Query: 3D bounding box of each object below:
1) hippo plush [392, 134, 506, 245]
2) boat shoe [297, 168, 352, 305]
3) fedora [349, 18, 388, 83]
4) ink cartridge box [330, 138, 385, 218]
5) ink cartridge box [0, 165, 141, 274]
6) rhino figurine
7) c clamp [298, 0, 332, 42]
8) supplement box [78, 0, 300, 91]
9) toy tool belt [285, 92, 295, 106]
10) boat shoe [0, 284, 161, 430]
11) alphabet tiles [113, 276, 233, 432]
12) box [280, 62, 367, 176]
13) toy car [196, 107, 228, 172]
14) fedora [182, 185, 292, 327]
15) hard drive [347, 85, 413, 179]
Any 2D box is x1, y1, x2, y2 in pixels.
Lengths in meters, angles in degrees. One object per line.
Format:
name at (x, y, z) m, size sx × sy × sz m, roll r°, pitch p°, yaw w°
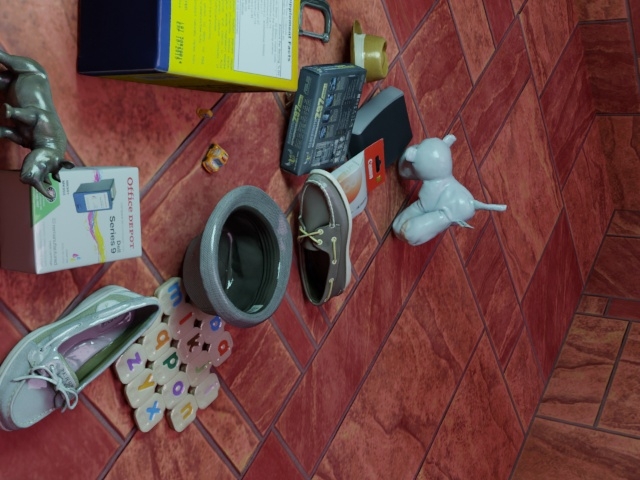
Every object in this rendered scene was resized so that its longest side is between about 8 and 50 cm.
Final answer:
hippo plush at (0.275, -0.136, 2.164) m, size 0.234 × 0.294 × 0.237 m, roll -28°, pitch 100°, yaw -16°
boat shoe at (0.000, 0.000, 1.861) m, size 0.096 × 0.116 × 0.325 m, roll -42°, pitch 139°, yaw -42°
fedora at (0.116, -0.425, 1.948) m, size 0.194 × 0.079 × 0.195 m, roll 0°, pitch 90°, yaw -81°
ink cartridge box at (0.100, -0.138, 1.981) m, size 0.179 × 0.045 × 0.145 m, roll -34°, pitch 142°, yaw -23°
ink cartridge box at (-0.393, -0.038, 1.328) m, size 0.212 × 0.093 × 0.155 m, roll -10°, pitch 103°, yaw -55°
rhino figurine at (-0.422, -0.169, 1.213) m, size 0.106 × 0.073 × 0.243 m, roll -2°, pitch 64°, yaw -51°
c clamp at (-0.022, -0.477, 1.854) m, size 0.160 × 0.022 × 0.137 m, roll -14°, pitch 101°, yaw -52°
supplement box at (-0.216, -0.366, 1.441) m, size 0.356 × 0.195 × 0.194 m, roll -4°, pitch 99°, yaw -54°
toy tool belt at (-0.043, -0.315, 1.828) m, size 0.083 × 0.052 × 0.051 m, roll -10°, pitch 130°, yaw -54°
boat shoe at (-0.394, 0.186, 1.350) m, size 0.320 × 0.103 × 0.118 m, roll -43°, pitch 128°, yaw -43°
alphabet tiles at (-0.276, 0.219, 1.594) m, size 0.278 × 0.021 × 0.284 m, roll -42°, pitch 128°, yaw -43°
box at (0.007, -0.268, 1.832) m, size 0.183 × 0.059 × 0.233 m, roll -22°, pitch 131°, yaw -52°
toy car at (-0.212, -0.190, 1.606) m, size 0.060 × 0.040 × 0.122 m, roll -52°, pitch 134°, yaw -37°
fedora at (-0.173, 0.040, 1.608) m, size 0.243 × 0.124 × 0.276 m, roll 41°, pitch 50°, yaw -43°
hard drive at (0.150, -0.266, 2.095) m, size 0.255 × 0.054 × 0.172 m, roll -45°, pitch 130°, yaw -42°
